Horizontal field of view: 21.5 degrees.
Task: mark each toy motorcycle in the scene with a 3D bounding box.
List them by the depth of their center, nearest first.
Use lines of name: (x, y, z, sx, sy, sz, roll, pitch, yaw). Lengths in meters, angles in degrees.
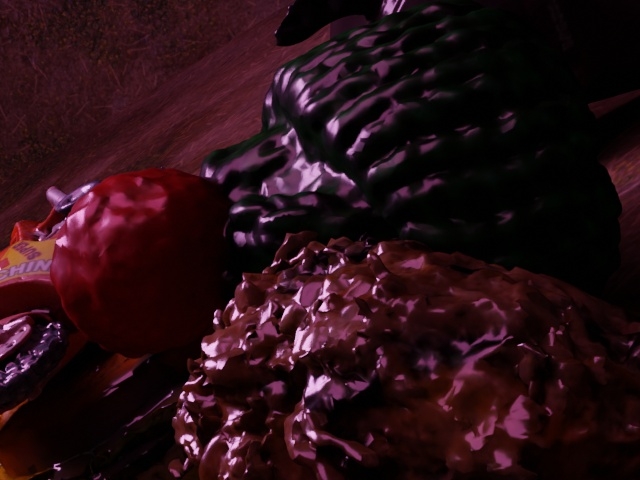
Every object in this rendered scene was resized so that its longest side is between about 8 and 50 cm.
toy motorcycle: (-0.199, 0.040, 1.186, 0.171, 0.089, 0.298, -30, 16, 29)

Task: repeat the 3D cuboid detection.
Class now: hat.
hat: (0.000, 0.000, 1.060, 0.332, 0.242, 0.274, -20, -5, -13)
hat: (0.128, -0.137, 1.297, 0.336, 0.238, 0.209, -4, 35, 36)

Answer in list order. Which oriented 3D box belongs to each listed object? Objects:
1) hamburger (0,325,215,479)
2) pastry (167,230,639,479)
hamburger: (-0.118, 0.127, 1.185, 0.261, 0.139, 0.243, -31, 16, 19)
pastry: (0.062, 0.105, 0.714, 0.275, 0.274, 0.193, -160, 86, -72)
